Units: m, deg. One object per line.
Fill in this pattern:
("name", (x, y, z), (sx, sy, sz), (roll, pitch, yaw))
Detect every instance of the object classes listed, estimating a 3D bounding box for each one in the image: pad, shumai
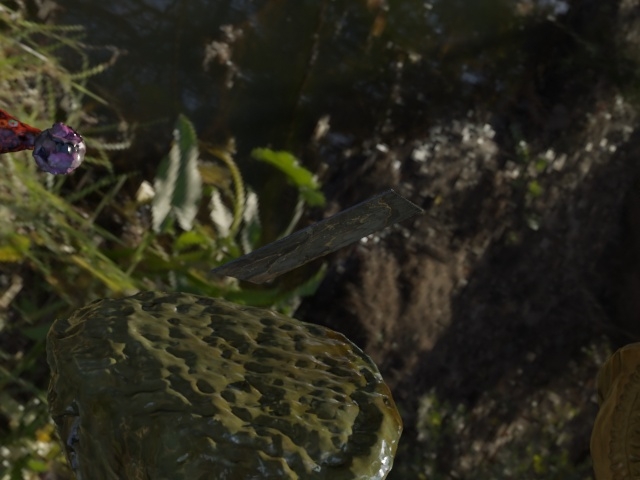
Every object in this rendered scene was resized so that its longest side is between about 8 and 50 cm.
("pad", (0.000, 0.000, 2.103), (0.367, 0.007, 0.247), (-24, 166, 14))
("shumai", (-0.088, 0.222, 0.925), (0.292, 0.330, 0.288), (6, 112, -26))

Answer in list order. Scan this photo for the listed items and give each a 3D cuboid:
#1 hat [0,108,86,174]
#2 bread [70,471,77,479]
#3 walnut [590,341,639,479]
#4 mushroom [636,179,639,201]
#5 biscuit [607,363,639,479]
("hat", (-0.283, -0.099, 0.842), (0.129, 0.227, 0.140), (102, 1, -65))
("bread", (-0.143, 0.304, 1.129), (0.233, 0.362, 0.245), (4, 147, -18))
("walnut", (0.588, 0.327, 1.703), (0.383, 0.383, 0.383), (-37, 143, -34))
("mushroom", (0.347, -0.045, 0.874), (0.188, 0.141, 0.117), (-15, 171, -18))
("biscuit", (0.406, 0.213, 1.199), (0.079, 0.259, 0.259), (21, 100, -28))
